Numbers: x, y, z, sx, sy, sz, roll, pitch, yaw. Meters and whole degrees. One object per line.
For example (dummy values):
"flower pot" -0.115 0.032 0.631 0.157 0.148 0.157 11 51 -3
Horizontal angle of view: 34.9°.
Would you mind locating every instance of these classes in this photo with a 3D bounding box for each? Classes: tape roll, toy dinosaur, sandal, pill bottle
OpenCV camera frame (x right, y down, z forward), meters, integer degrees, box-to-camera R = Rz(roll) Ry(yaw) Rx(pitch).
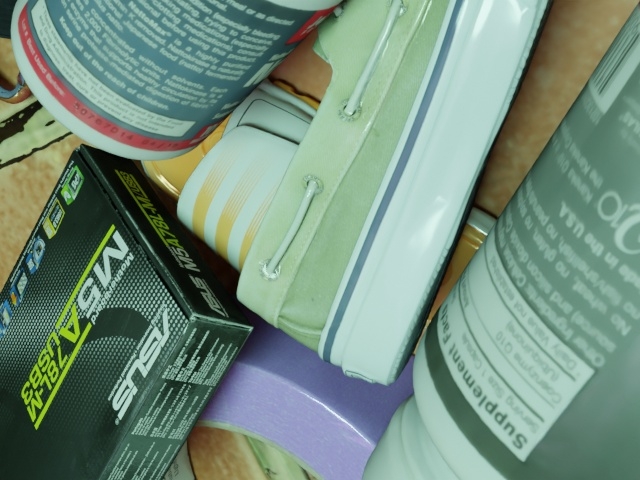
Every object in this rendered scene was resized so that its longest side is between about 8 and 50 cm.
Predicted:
"tape roll" -0.030 0.174 0.647 0.275 0.090 0.274 11 116 22
"toy dinosaur" -0.223 -0.112 0.660 0.082 0.047 0.090 38 158 -3
"sandal" 0.004 -0.008 0.553 0.265 0.076 0.102 27 121 15
"pill bottle" -0.043 -0.122 0.421 0.108 0.108 0.180 51 131 -1
"pill bottle" 0.141 0.040 0.440 0.161 0.161 0.283 34 118 10

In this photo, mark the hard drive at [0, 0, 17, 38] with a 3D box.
"hard drive" -0.206 -0.175 0.546 0.255 0.054 0.172 14 159 22

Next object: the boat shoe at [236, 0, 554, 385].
"boat shoe" 0.042 -0.079 0.452 0.094 0.109 0.302 22 104 8

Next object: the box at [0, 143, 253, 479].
"box" -0.135 0.068 0.579 0.190 0.045 0.184 -58 40 17
